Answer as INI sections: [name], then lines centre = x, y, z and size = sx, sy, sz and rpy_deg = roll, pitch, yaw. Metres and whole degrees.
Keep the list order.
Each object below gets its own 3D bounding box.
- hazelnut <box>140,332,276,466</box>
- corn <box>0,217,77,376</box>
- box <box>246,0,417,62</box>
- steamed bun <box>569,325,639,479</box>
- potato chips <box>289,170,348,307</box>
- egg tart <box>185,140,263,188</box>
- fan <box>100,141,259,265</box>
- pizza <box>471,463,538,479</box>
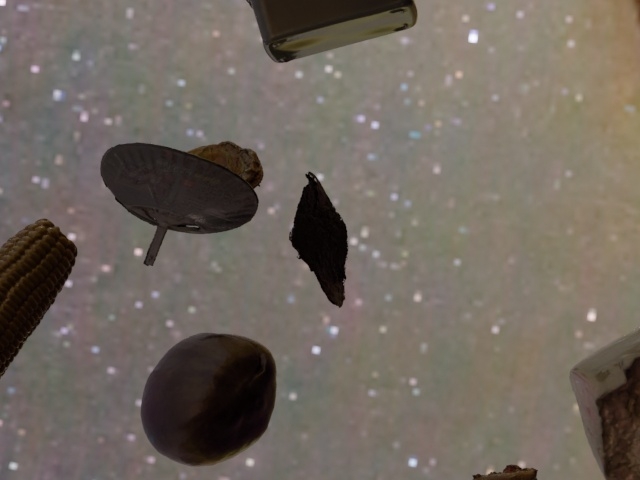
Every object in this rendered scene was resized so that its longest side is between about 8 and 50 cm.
[hazelnut]
centre = -0.168, 0.260, 2.504
size = 0.234, 0.218, 0.218
rpy_deg = -57, -29, -30
[corn]
centre = -0.382, 0.099, 1.756
size = 0.305, 0.106, 0.106
rpy_deg = -59, -28, -30
[box]
centre = 0.011, -0.305, 1.879
size = 0.148, 0.210, 0.129
rpy_deg = 46, -150, -80
[steamed bun]
centre = 0.396, 0.178, 1.739
size = 0.225, 0.200, 0.170
rpy_deg = -26, -29, -13
[potato chips]
centre = 0.000, 0.000, 2.363
size = 0.142, 0.026, 0.209
rpy_deg = -1, -94, -53
[egg tart]
centre = -0.198, -0.094, 2.692
size = 0.212, 0.213, 0.090
rpy_deg = -55, -40, -51
[fan]
centre = -0.232, -0.059, 2.204
size = 0.223, 0.294, 0.012
rpy_deg = 36, -130, -32
[pizza]
centre = 0.221, 0.271, 1.798
size = 0.078, 0.083, 0.025
rpy_deg = 11, -112, -56
